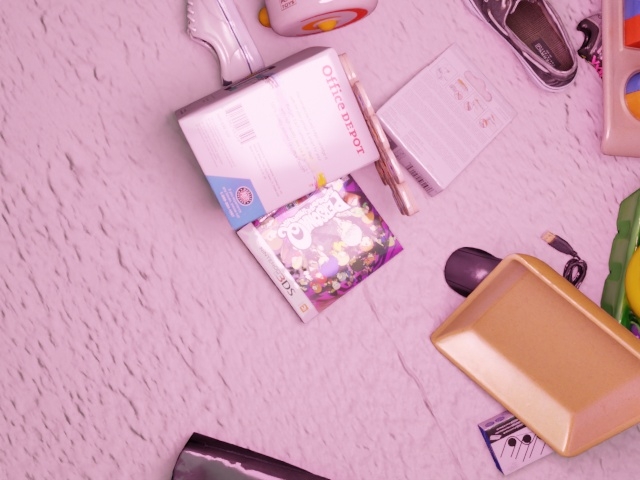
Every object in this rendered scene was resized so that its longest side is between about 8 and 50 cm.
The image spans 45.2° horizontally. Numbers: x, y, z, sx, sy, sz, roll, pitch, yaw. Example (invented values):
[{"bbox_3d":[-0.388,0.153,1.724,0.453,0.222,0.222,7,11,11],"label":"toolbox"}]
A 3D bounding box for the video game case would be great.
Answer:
[{"bbox_3d":[0.000,0.000,1.395,0.232,0.042,0.210,-36,95,-4],"label":"video game case"}]

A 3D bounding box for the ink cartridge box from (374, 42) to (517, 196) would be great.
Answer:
[{"bbox_3d":[0.226,-0.224,1.423,0.189,0.066,0.232,48,65,-4],"label":"ink cartridge box"}]

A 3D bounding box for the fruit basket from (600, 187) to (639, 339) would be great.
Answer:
[{"bbox_3d":[0.626,0.075,1.301,0.283,0.392,0.391,12,89,-6],"label":"fruit basket"}]

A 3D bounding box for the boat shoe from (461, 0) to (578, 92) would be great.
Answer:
[{"bbox_3d":[0.358,-0.420,1.375,0.121,0.119,0.335,-38,84,-1],"label":"boat shoe"}]

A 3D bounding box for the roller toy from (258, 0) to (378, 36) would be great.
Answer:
[{"bbox_3d":[-0.006,-0.430,1.314,0.209,0.191,0.146,-14,93,-6],"label":"roller toy"}]

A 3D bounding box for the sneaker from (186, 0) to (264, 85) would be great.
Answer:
[{"bbox_3d":[-0.196,-0.394,1.344,0.091,0.094,0.258,-30,94,-9],"label":"sneaker"}]

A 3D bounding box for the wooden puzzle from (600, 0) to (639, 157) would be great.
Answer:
[{"bbox_3d":[0.659,-0.323,1.402,0.322,0.080,0.347,1,92,-22],"label":"wooden puzzle"}]

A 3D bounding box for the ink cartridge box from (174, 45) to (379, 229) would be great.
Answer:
[{"bbox_3d":[-0.077,-0.180,1.289,0.270,0.197,0.198,-26,108,-5],"label":"ink cartridge box"}]

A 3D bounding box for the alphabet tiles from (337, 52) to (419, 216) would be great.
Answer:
[{"bbox_3d":[0.093,-0.173,1.284,0.021,0.278,0.284,-25,93,1],"label":"alphabet tiles"}]

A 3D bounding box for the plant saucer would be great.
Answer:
[{"bbox_3d":[0.391,0.187,1.304,0.333,0.333,0.081,40,55,8],"label":"plant saucer"}]

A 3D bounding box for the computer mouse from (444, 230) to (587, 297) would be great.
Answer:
[{"bbox_3d":[0.374,0.056,1.425,0.262,0.060,0.184,27,89,-6],"label":"computer mouse"}]

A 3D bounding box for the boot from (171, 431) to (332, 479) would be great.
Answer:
[{"bbox_3d":[-0.081,0.574,1.340,0.445,0.146,0.366,18,81,-9],"label":"boot"}]

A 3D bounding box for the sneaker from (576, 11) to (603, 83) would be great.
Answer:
[{"bbox_3d":[0.520,-0.343,1.437,0.075,0.063,0.170,-11,93,1],"label":"sneaker"}]

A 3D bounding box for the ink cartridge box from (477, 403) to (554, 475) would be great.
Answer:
[{"bbox_3d":[0.410,0.347,1.440,0.207,0.046,0.097,-25,94,-5],"label":"ink cartridge box"}]
